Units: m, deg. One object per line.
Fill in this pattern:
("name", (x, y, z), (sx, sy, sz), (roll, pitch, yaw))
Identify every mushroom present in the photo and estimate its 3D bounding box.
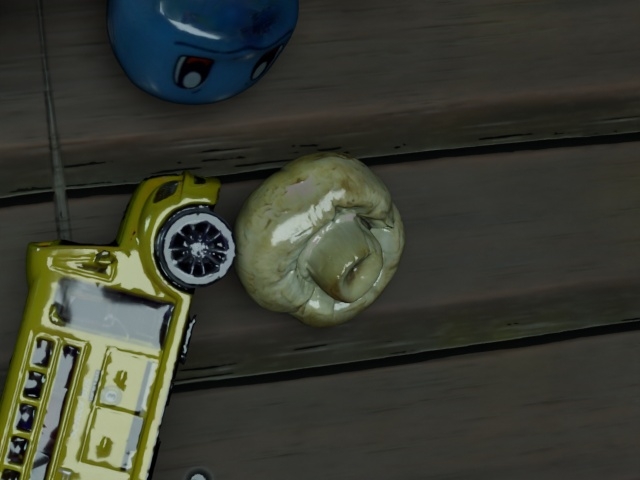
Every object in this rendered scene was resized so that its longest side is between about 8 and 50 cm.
("mushroom", (0.000, 0.000, 1.116), (0.148, 0.148, 0.112), (-44, 52, -7))

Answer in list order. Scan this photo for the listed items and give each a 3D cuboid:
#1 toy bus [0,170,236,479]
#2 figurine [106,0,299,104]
("toy bus", (-0.166, 0.102, 1.076), (0.151, 0.145, 0.331), (14, 88, -8))
("figurine", (-0.081, -0.292, 1.002), (0.298, 0.243, 0.416), (-14, 111, -32))
